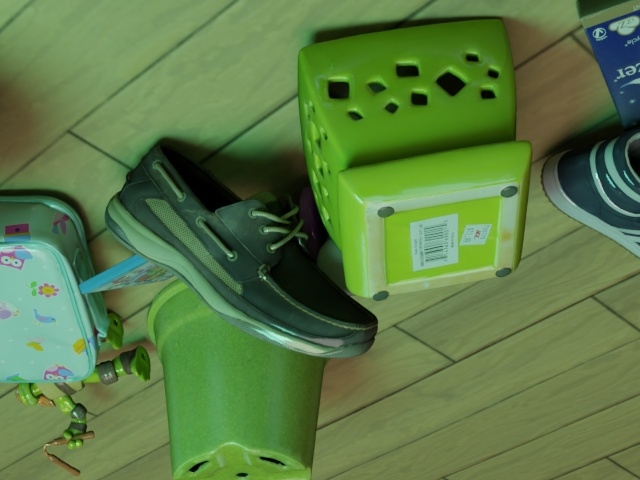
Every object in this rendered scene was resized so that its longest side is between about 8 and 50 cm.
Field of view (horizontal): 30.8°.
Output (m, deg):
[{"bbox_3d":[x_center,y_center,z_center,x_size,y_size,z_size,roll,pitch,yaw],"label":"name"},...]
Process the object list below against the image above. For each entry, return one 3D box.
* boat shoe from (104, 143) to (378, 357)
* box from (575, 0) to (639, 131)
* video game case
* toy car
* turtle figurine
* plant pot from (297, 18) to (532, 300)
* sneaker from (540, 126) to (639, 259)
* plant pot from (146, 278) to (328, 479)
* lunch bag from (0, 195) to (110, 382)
[{"bbox_3d":[-0.085,0.006,1.301,0.355,0.132,0.130,30,109,15],"label":"boat shoe"},{"bbox_3d":[0.373,-0.194,1.251,0.136,0.036,0.225,-18,140,19],"label":"box"},{"bbox_3d":[-0.206,0.032,1.455,0.119,0.015,0.166,-25,171,28],"label":"video game case"},{"bbox_3d":[0.000,0.000,1.418,0.182,0.159,0.136,-22,101,25],"label":"toy car"},{"bbox_3d":[-0.353,0.200,1.666,0.217,0.087,0.269,-24,105,17],"label":"turtle figurine"},{"bbox_3d":[0.105,-0.074,1.235,0.227,0.207,0.228,-9,142,-3],"label":"plant pot"},{"bbox_3d":[0.413,-0.045,1.359,0.282,0.099,0.153,22,157,-23],"label":"sneaker"},{"bbox_3d":[-0.106,0.217,1.577,0.276,0.254,0.276,-1,142,-1],"label":"plant pot"},{"bbox_3d":[-0.390,0.067,1.479,0.224,0.108,0.279,-3,136,2],"label":"lunch bag"}]
